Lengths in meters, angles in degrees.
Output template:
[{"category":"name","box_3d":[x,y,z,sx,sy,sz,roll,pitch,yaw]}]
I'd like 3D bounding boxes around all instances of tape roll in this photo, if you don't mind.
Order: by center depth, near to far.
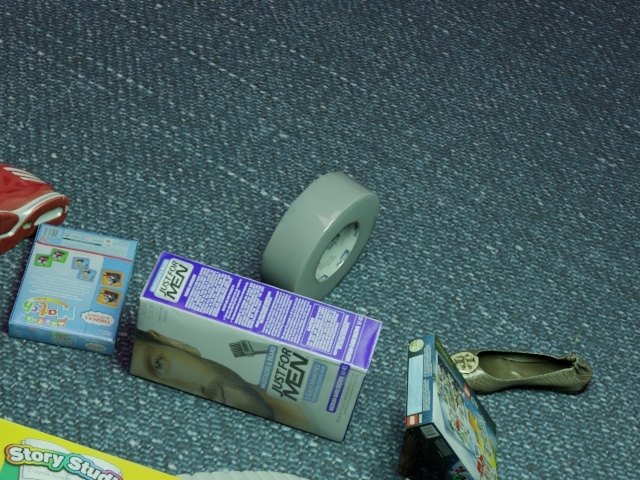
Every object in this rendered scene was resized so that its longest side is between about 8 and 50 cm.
[{"category":"tape roll","box_3d":[0.000,0.000,2.184,0.072,0.219,0.219,34,48,19]}]

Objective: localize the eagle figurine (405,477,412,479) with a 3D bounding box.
[{"category":"eagle figurine","box_3d":[0.225,0.446,1.855,0.298,0.226,0.225,4,77,23]}]

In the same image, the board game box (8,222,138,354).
[{"category":"board game box","box_3d":[-0.377,0.072,2.140,0.160,0.039,0.211,11,45,-4]}]

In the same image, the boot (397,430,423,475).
[{"category":"boot","box_3d":[0.145,0.274,2.031,0.037,0.114,0.106,15,44,4]}]

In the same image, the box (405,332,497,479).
[{"category":"box","box_3d":[0.190,0.267,1.986,0.044,0.233,0.159,-18,40,21]}]

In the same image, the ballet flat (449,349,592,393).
[{"category":"ballet flat","box_3d":[0.311,0.200,2.188,0.250,0.058,0.084,6,45,-10]}]

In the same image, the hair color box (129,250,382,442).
[{"category":"hair color box","box_3d":[-0.098,0.158,2.029,0.339,0.185,0.110,19,46,4]}]

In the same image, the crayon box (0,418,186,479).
[{"category":"crayon box","box_3d":[-0.263,0.395,1.586,0.363,0.106,0.313,20,38,-8]}]

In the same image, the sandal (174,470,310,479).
[{"category":"sandal","box_3d":[-0.109,0.391,1.864,0.416,0.102,0.169,10,29,-24]}]

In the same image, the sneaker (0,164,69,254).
[{"category":"sneaker","box_3d":[-0.522,-0.049,2.203,0.221,0.087,0.128,-17,44,-44]}]
